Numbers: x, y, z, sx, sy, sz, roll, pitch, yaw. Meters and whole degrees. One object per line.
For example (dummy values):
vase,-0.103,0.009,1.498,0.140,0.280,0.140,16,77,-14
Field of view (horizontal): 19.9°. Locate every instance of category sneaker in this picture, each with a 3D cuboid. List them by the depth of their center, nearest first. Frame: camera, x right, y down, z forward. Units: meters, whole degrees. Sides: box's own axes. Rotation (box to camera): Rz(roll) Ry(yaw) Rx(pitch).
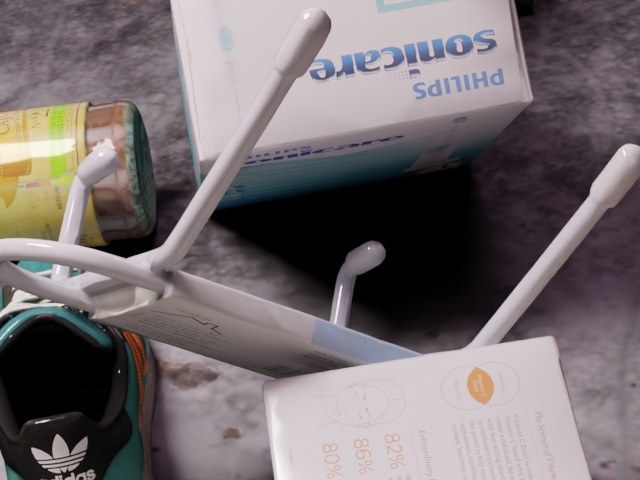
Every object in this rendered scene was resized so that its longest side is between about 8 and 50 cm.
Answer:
sneaker,-0.161,0.072,1.165,0.108,0.121,0.302,-12,34,-7

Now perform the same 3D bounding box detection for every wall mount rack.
wall mount rack,0.000,0.000,1.038,0.350,0.130,0.304,19,-18,-26

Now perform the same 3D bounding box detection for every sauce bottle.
sauce bottle,-0.300,-0.034,1.362,0.344,0.111,0.111,-8,34,1

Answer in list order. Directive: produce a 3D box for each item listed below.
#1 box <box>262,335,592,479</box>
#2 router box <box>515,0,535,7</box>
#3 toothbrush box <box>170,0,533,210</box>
box,0.061,0.142,1.018,0.170,0.091,0.130,-8,50,-2
router box,0.023,-0.310,1.582,0.308,0.243,0.081,-6,27,1
toothbrush box,0.011,-0.111,1.265,0.216,0.126,0.295,-10,-4,-3
